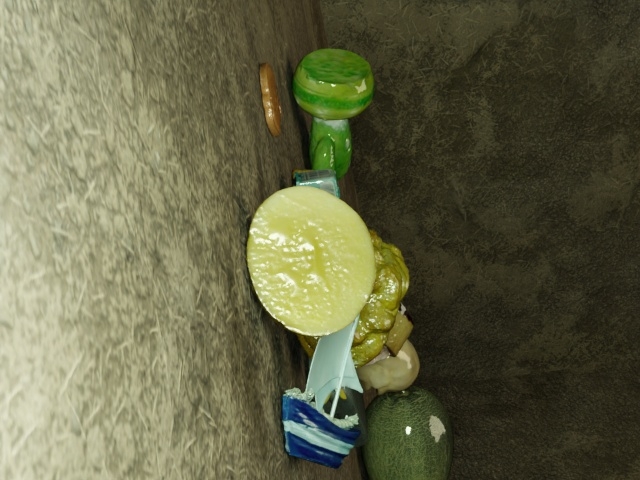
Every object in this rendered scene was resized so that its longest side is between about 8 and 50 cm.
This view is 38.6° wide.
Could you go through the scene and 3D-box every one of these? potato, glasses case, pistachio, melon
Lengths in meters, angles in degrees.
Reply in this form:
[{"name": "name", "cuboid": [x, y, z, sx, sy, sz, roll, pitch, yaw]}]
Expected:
[{"name": "potato", "cuboid": [-0.019, 0.045, 1.280, 0.204, 0.178, 0.158, 58, -15, 12]}, {"name": "glasses case", "cuboid": [0.036, 0.292, 1.740, 0.323, 0.074, 0.131, 71, 13, -58]}, {"name": "pistachio", "cuboid": [0.153, 0.287, 2.288, 0.299, 0.187, 0.188, -128, -151, -87]}, {"name": "melon", "cuboid": [0.222, 0.528, 2.344, 0.249, 0.248, 0.330, -81, 169, -70]}]

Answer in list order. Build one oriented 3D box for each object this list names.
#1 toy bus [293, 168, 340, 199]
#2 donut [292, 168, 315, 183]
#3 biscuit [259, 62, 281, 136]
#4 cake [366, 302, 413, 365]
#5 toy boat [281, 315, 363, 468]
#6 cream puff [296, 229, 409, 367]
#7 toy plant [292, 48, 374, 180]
[{"name": "toy bus", "cuboid": [0.000, 0.000, 1.702, 0.091, 0.109, 0.262, -99, 179, -69]}, {"name": "donut", "cuboid": [-0.018, -0.075, 1.854, 0.152, 0.058, 0.152, -6, 90, -83]}, {"name": "biscuit", "cuboid": [-0.087, -0.251, 1.626, 0.102, 0.019, 0.131, 0, 82, -83]}, {"name": "cake", "cuboid": [0.084, 0.192, 2.025, 0.208, 0.178, 0.185, 48, -13, -4]}, {"name": "toy boat", "cuboid": [0.028, 0.186, 1.357, 0.220, 0.067, 0.291, 37, 68, -54]}, {"name": "cream puff", "cuboid": [0.046, 0.093, 1.539, 0.196, 0.244, 0.244, 48, 15, -12]}, {"name": "toy plant", "cuboid": [0.020, -0.268, 2.109, 0.224, 0.184, 0.316, -83, 179, -52]}]
